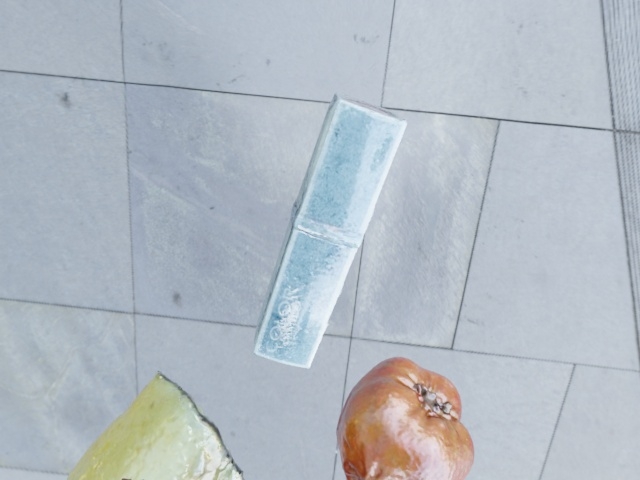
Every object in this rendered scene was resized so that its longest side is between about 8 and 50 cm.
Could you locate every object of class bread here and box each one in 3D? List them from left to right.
[{"bbox_3d":[-0.240,0.431,0.714,0.264,0.239,0.396,-34,119,-27],"label":"bread"}]

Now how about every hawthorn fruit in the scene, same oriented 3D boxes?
[{"bbox_3d":[0.106,0.313,0.720,0.207,0.207,0.243,31,113,-6],"label":"hawthorn fruit"}]

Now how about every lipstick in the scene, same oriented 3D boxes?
[{"bbox_3d":[0.000,0.000,0.496,0.077,0.076,0.290,17,110,-8],"label":"lipstick"}]

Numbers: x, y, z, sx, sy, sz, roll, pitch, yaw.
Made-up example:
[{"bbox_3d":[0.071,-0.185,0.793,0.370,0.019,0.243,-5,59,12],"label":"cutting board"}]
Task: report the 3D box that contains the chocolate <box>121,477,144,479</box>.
[{"bbox_3d":[-0.144,0.273,0.383,0.086,0.028,0.183,19,101,-15],"label":"chocolate"}]
